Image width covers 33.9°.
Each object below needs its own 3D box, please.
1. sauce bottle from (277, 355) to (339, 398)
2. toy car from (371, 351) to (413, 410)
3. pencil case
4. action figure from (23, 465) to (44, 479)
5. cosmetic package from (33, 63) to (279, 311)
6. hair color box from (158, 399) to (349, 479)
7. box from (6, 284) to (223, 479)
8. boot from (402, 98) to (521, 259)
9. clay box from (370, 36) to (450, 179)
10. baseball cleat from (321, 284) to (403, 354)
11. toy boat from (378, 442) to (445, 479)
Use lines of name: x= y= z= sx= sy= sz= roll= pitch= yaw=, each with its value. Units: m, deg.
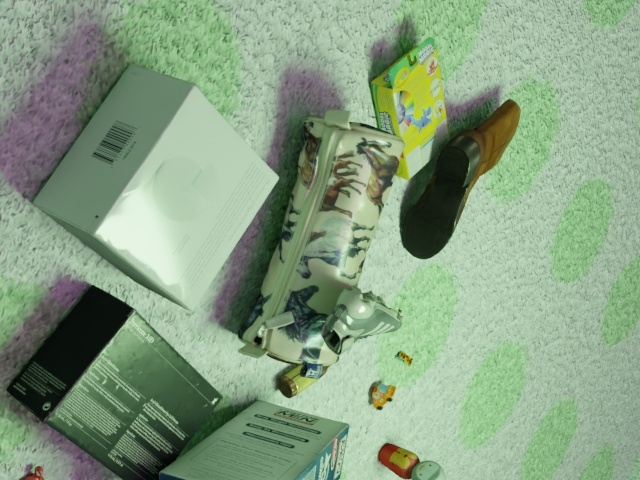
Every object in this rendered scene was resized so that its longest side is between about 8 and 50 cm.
sauce bottle: x=-0.018 y=0.230 z=1.828 sx=0.128 sy=0.042 sz=0.042 roll=-27 pitch=128 yaw=-38
toy car: x=0.133 y=0.272 z=2.053 sx=0.040 sy=0.060 sz=0.122 roll=37 pitch=53 yaw=-9
pencil case: x=0.000 y=0.000 z=1.633 sx=0.183 sy=0.159 sz=0.411 roll=-7 pitch=116 yaw=-71
action figure: x=-0.400 y=0.365 z=1.450 sx=0.038 sy=0.030 sz=0.115 roll=3 pitch=104 yaw=-46
cosmetic package: x=-0.207 y=-0.066 z=1.368 sx=0.224 sy=0.138 sz=0.225 roll=-57 pitch=140 yaw=-12
hair color box: x=-0.095 y=0.359 z=1.601 sx=0.347 sy=0.173 sz=0.105 roll=-24 pitch=125 yaw=-67
box: x=-0.277 y=0.213 z=1.458 sx=0.184 sy=0.103 sz=0.261 roll=-50 pitch=140 yaw=-15
boot: x=0.266 y=-0.117 z=1.974 sx=0.280 sy=0.096 sz=0.264 roll=-39 pitch=147 yaw=-53
clay box: x=0.154 y=-0.229 z=1.788 sx=0.127 sy=0.053 sz=0.222 roll=-42 pitch=136 yaw=-30
baseball cleat: x=0.057 y=0.126 z=1.601 sx=0.109 sy=0.072 sz=0.206 roll=-52 pitch=151 yaw=4
toy boat: x=0.137 y=0.574 z=2.106 sx=0.267 sy=0.148 sz=0.318 roll=17 pitch=95 yaw=-52
